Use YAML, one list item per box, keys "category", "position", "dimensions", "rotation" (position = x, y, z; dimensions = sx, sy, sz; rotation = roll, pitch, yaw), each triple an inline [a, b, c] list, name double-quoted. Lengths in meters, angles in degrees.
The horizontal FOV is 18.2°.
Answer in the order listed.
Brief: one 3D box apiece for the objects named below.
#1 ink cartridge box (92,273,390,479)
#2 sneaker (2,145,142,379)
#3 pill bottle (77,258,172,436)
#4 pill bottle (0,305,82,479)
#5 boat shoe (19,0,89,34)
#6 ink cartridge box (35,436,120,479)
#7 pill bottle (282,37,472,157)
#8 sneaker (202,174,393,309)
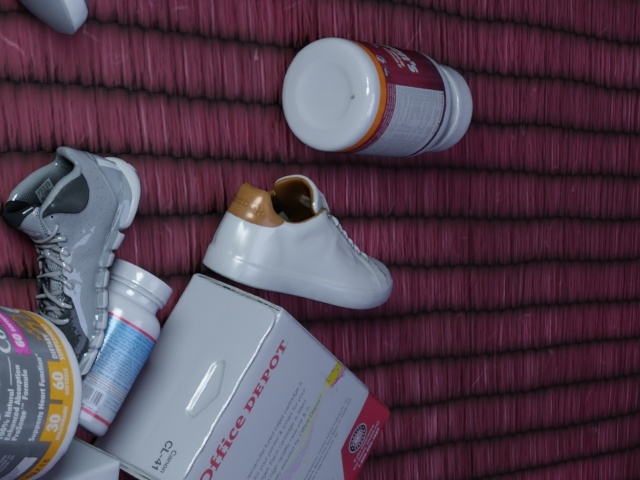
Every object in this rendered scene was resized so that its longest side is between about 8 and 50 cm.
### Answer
- category: "ink cartridge box"
  position: [-0.076, 0.204, 2.142]
  dimensions: [0.226, 0.131, 0.306]
  rotation: [-60, 144, -13]
- category: "sneaker"
  position: [-0.254, 0.019, 1.845]
  dimensions: [0.132, 0.086, 0.229]
  rotation: [24, 78, -52]
- category: "pill bottle"
  position: [-0.210, 0.102, 1.935]
  dimensions: [0.160, 0.087, 0.087]
  rotation: [-61, 146, -11]
- category: "pill bottle"
  position: [-0.345, 0.128, 1.690]
  dimensions: [0.278, 0.162, 0.162]
  rotation: [11, 98, -57]
- category: "boat shoe"
  position: [-0.248, -0.291, 1.669]
  dimensions: [0.088, 0.096, 0.267]
  rotation: [-47, 133, -22]
- category: "ink cartridge box"
  position: [-0.313, 0.343, 1.885]
  dimensions: [0.211, 0.121, 0.289]
  rotation: [-16, 120, -51]
- category: "pill bottle"
  position: [0.067, -0.151, 2.160]
  dimensions: [0.221, 0.121, 0.121]
  rotation: [1, 107, -55]
- category: "sneaker"
  position: [0.000, 0.000, 2.160]
  dimensions: [0.290, 0.106, 0.123]
  rotation: [12, 100, -55]
